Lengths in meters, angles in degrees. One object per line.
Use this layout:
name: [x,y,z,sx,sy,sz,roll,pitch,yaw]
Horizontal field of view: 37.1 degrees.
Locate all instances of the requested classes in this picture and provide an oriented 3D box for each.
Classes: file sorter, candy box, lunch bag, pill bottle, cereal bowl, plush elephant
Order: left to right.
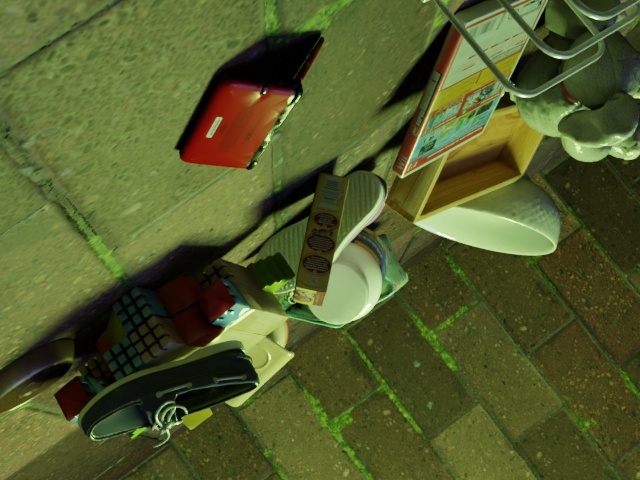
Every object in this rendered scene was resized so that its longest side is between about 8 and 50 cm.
candy box: [0.000,0.000,1.485,0.109,0.053,0.186,105,-5,-74]
lunch bag: [0.049,0.105,2.176,0.262,0.160,0.223,-27,178,13]
pill bottle: [0.046,0.066,1.809,0.152,0.152,0.272,-39,-175,13]
cereal bowl: [0.351,-0.084,2.039,0.339,0.339,0.141,81,24,-79]
file sorter: [0.268,-0.306,0.956,0.193,0.173,0.277,-31,168,-33]
plush elephant: [0.432,-0.258,1.484,0.330,0.271,0.255,-6,-176,-24]

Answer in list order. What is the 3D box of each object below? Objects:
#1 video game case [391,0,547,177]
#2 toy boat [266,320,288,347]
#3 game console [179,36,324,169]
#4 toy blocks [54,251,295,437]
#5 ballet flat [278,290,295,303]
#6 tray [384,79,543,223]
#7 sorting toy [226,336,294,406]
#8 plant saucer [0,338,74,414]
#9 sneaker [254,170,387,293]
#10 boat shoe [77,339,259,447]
video game case: [0.215,-0.229,1.362,0.204,0.025,0.285,-30,153,-36]
toy boat: [-0.167,0.193,1.959,0.231,0.151,0.151,-41,-160,25]
game console: [-0.072,-0.145,0.981,0.124,0.085,0.144,4,149,-25]
toy blocks: [-0.229,0.151,1.426,0.381,0.190,0.261,-38,159,10]
ballet flat: [-0.024,0.073,2.028,0.070,0.070,0.188,-27,166,-47]
tray: [0.285,-0.175,1.711,0.411,0.076,0.202,-20,140,-49]
sorting toy: [-0.186,0.224,1.870,0.193,0.208,0.038,-45,-155,29]
plant saucer: [-0.414,0.199,1.343,0.168,0.029,0.168,-36,171,-6]
sneaker: [0.012,-0.007,1.681,0.282,0.102,0.161,-39,173,9]
boat shoe: [-0.209,0.225,1.336,0.255,0.079,0.095,-20,146,-18]
